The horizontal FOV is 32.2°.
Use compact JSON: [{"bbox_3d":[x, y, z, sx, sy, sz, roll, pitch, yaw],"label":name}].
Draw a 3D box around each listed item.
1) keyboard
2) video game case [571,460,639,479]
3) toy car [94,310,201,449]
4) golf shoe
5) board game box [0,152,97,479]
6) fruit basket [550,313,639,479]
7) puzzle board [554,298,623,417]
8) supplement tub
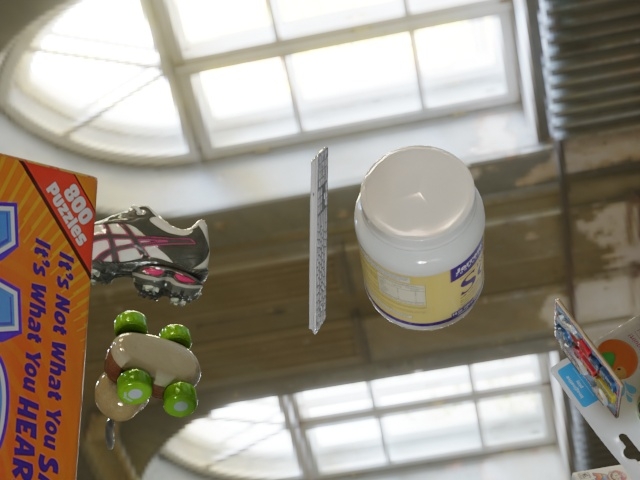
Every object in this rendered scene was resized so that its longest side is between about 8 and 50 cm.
[{"bbox_3d":[0.000,0.000,1.556,0.072,0.014,0.256,-40,-46,-67],"label":"keyboard"},{"bbox_3d":[0.499,0.420,1.774,0.157,0.143,0.019,-112,18,-55],"label":"video game case"},{"bbox_3d":[-0.287,0.234,1.717,0.188,0.148,0.155,-54,30,29],"label":"toy car"},{"bbox_3d":[-0.287,0.005,1.537,0.105,0.272,0.120,150,133,-68],"label":"golf shoe"},{"bbox_3d":[-0.428,0.109,0.830,0.356,0.356,0.356,13,-104,-49],"label":"board game box"},{"bbox_3d":[0.521,0.214,1.409,0.327,0.353,0.165,53,-154,1],"label":"fruit basket"},{"bbox_3d":[0.308,0.139,1.289,0.128,0.011,0.096,58,172,32],"label":"puzzle board"},{"bbox_3d":[0.189,-0.002,2.086,0.331,0.241,0.241,77,-175,-59],"label":"supplement tub"}]
